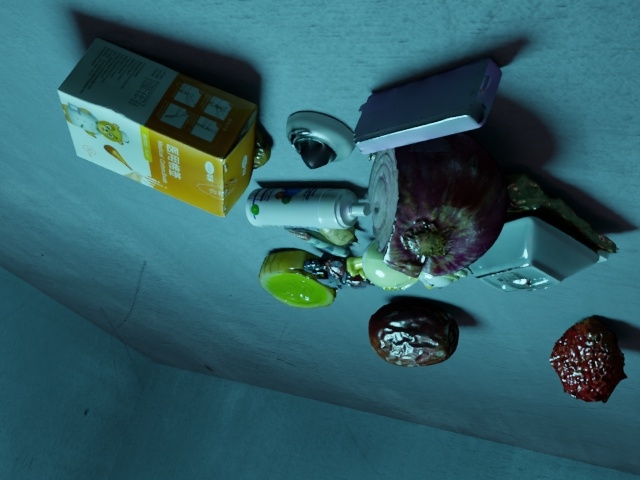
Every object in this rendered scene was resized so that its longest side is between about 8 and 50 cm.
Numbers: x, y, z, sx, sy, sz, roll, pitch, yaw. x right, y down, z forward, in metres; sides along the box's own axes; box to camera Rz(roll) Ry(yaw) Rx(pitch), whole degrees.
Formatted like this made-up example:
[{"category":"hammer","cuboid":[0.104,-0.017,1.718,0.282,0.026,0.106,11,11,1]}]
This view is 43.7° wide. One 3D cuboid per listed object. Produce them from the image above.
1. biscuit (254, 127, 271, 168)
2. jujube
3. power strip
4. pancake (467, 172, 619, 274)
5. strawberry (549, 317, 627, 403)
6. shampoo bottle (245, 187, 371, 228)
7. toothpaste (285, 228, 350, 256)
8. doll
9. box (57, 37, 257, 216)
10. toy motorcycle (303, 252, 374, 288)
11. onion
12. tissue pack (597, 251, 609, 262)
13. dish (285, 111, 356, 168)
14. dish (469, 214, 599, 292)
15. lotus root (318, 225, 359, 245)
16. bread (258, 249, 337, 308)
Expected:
[{"category":"biscuit","cuboid":[-0.201,-0.212,1.633,0.212,0.036,0.212,19,158,8]},{"category":"jujube","cuboid":[0.248,0.255,2.184,0.243,0.183,0.183,3,153,34]},{"category":"power strip","cuboid":[0.159,-0.206,1.245,0.037,0.109,0.279,37,153,-32]},{"category":"pancake","cuboid":[0.379,0.004,1.597,0.305,0.066,0.427,28,157,-5]},{"category":"strawberry","cuboid":[0.648,0.279,1.940,0.184,0.187,0.201,26,139,40]},{"category":"shampoo bottle","cuboid":[-0.024,-0.071,1.751,0.303,0.092,0.092,3,153,37]},{"category":"toothpaste","cuboid":[0.000,0.000,1.891,0.062,0.039,0.239,13,175,33]},{"category":"doll","cuboid":[0.200,0.066,1.822,0.296,0.117,0.141,12,172,41]},{"category":"box","cuboid":[-0.296,-0.206,1.513,0.341,0.143,0.225,23,153,5]},{"category":"toy motorcycle","cuboid":[0.061,0.081,2.075,0.213,0.082,0.122,22,161,-39]},{"category":"onion","cuboid":[0.208,-0.073,1.379,0.231,0.272,0.256,10,154,-6]},{"category":"tissue pack","cuboid":[0.517,0.015,1.593,0.108,0.023,0.056,26,158,-16]},{"category":"dish","cuboid":[-0.010,-0.172,1.512,0.141,0.078,0.141,17,158,7]},{"category":"dish","cuboid":[0.380,0.044,1.530,0.182,0.080,0.243,26,159,-22]},{"category":"lotus root","cuboid":[0.036,-0.027,1.848,0.152,0.063,0.072,35,144,-27]},{"category":"bread","cuboid":[-0.060,0.111,2.208,0.236,0.070,0.236,12,151,7]}]
